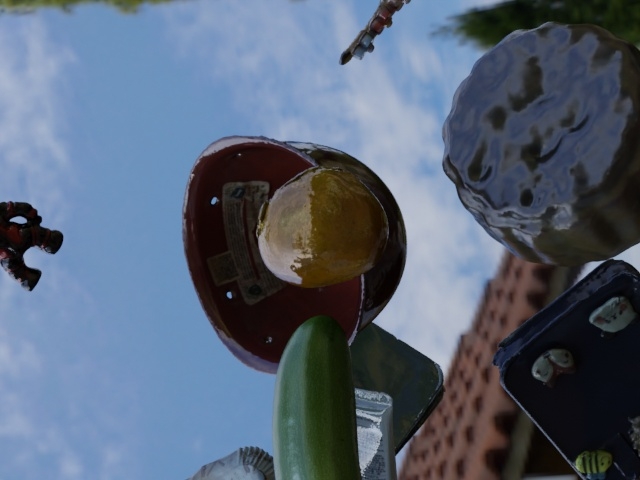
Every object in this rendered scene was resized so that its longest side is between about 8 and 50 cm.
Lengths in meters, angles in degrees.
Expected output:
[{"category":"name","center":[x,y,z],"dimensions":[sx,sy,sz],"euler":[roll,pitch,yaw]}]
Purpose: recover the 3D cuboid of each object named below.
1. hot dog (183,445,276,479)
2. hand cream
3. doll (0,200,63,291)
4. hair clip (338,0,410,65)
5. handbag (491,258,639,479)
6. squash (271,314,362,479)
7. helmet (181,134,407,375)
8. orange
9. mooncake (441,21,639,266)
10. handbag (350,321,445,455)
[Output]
[{"category":"hot dog","center":[-0.174,0.493,2.533],"dimensions":[0.163,0.270,0.082],"euler":[59,-150,6]},{"category":"hand cream","center":[0.066,0.336,1.986],"dimensions":[0.078,0.124,0.341],"euler":[-54,-34,-44]},{"category":"doll","center":[-0.457,-0.025,1.711],"dimensions":[0.248,0.088,0.127],"euler":[27,-116,-27]},{"category":"hair clip","center":[0.103,-0.366,2.147],"dimensions":[0.214,0.056,0.062],"euler":[-62,-9,0]},{"category":"handbag","center":[0.497,0.236,2.244],"dimensions":[0.329,0.303,0.122],"euler":[49,-170,-4]},{"category":"squash","center":[-0.003,0.254,1.588],"dimensions":[0.107,0.107,0.395],"euler":[59,-161,-45]},{"category":"helmet","center":[0.000,0.000,1.880],"dimensions":[0.230,0.385,0.338],"euler":[-16,-83,-42]},{"category":"orange","center":[0.002,-0.015,1.539],"dimensions":[0.154,0.154,0.134],"euler":[18,-117,-66]},{"category":"mooncake","center":[0.290,-0.116,1.602],"dimensions":[0.161,0.290,0.290],"euler":[34,-129,-54]},{"category":"handbag","center":[0.083,0.301,2.593],"dimensions":[0.260,0.247,0.079],"euler":[-50,-17,-19]}]
